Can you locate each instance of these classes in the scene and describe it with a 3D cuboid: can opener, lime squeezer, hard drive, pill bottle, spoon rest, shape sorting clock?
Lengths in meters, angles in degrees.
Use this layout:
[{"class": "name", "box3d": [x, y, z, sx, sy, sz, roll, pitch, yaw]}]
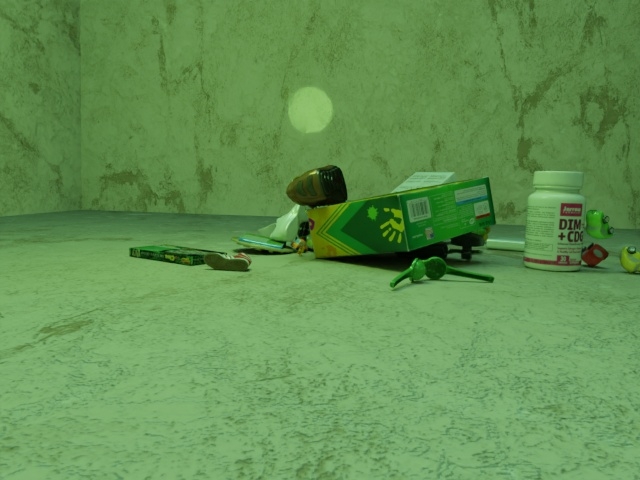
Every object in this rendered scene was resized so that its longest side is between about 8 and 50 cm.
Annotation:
[{"class": "can opener", "box3d": [0.378, 0.020, 1.767, 0.280, 0.093, 0.074, -1, 5, 24]}, {"class": "lime squeezer", "box3d": [0.258, 0.082, 1.315, 0.310, 0.059, 0.110, 0, 36, -31]}, {"class": "hard drive", "box3d": [0.819, 0.018, 2.152, 0.307, 0.040, 0.203, 5, 6, 29]}, {"class": "pill bottle", "box3d": [0.688, -0.059, 1.634, 0.160, 0.283, 0.160, 1, 6, 0]}, {"class": "spoon rest", "box3d": [-0.158, -0.029, 2.083, 0.137, 0.084, 0.276, 1, 6, -14]}, {"class": "shape sorting clock", "box3d": [-0.189, 0.015, 1.822, 0.206, 0.040, 0.206, 11, 9, -2]}]

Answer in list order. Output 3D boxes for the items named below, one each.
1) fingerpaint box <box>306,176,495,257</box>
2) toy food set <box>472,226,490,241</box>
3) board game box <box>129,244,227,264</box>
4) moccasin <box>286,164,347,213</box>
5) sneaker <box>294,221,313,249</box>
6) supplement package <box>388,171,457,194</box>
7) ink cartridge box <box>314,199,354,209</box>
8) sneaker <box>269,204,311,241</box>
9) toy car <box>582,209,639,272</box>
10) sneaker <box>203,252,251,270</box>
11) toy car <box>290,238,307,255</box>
[{"class": "fingerpaint box", "box3d": [0.249, -0.067, 1.698, 0.444, 0.163, 0.371, -14, 5, -42]}, {"class": "toy food set", "box3d": [0.626, -0.019, 2.387, 0.217, 0.071, 0.128, 5, -25, -12]}, {"class": "board game box", "box3d": [-0.405, 0.039, 1.578, 0.259, 0.030, 0.136, 6, 9, 35]}, {"class": "moccasin", "box3d": [-0.006, -0.160, 1.781, 0.147, 0.139, 0.380, -13, 7, 18]}, {"class": "sneaker", "box3d": [0.000, 0.000, 1.913, 0.118, 0.107, 0.279, 20, 0, -28]}, {"class": "supplement package", "box3d": [0.420, -0.135, 2.280, 0.198, 0.199, 0.262, 8, 36, 45]}, {"class": "ink cartridge box", "box3d": [0.081, -0.064, 2.063, 0.168, 0.171, 0.232, 8, 9, 43]}, {"class": "sneaker", "box3d": [-0.101, -0.074, 1.879, 0.094, 0.080, 0.212, -4, 34, 35]}, {"class": "toy car", "box3d": [0.826, 0.008, 1.624, 0.053, 0.225, 0.239, -45, 24, -17]}, {"class": "sneaker", "box3d": [-0.234, 0.051, 1.424, 0.118, 0.042, 0.067, 10, 10, 6]}, {"class": "toy car", "box3d": [-0.053, 0.022, 1.790, 0.060, 0.041, 0.122, 22, 6, -22]}]
